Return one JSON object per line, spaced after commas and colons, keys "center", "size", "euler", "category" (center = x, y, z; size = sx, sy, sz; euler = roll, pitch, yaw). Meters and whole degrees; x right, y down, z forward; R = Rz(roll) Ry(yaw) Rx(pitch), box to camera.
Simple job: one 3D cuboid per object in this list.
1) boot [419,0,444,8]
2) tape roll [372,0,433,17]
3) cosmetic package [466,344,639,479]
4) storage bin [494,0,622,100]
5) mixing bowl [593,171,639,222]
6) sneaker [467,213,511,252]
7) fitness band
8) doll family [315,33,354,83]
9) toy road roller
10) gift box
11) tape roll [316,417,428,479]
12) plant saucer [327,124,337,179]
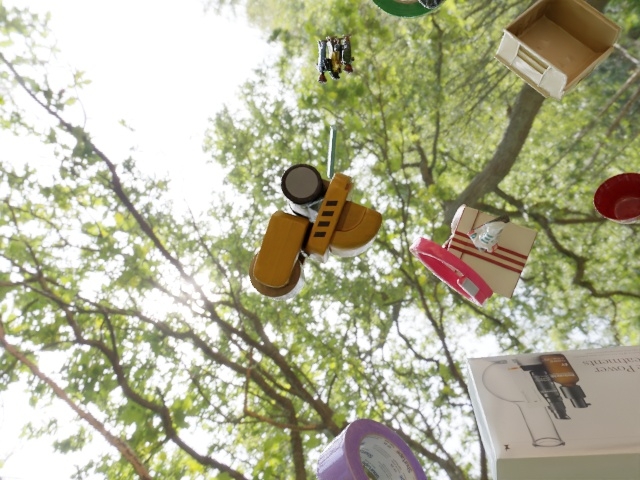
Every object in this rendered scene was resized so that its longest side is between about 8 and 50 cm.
{"center": [0.227, -0.596, 0.954], "size": [0.178, 0.085, 0.236], "euler": [-34, -84, -22], "category": "boot"}
{"center": [0.292, -0.887, 1.539], "size": [0.321, 0.321, 0.077], "euler": [35, -156, 0], "category": "tape roll"}
{"center": [0.492, 0.325, 0.904], "size": [0.377, 0.097, 0.284], "euler": [-7, -157, 9], "category": "cosmetic package"}
{"center": [0.736, -0.610, 1.495], "size": [0.262, 0.123, 0.260], "euler": [-40, -106, -13], "category": "storage bin"}
{"center": [1.014, -0.123, 1.588], "size": [0.098, 0.181, 0.181], "euler": [37, -156, -40], "category": "mixing bowl"}
{"center": [0.445, -0.013, 1.235], "size": [0.057, 0.161, 0.075], "euler": [-24, -96, -19], "category": "sneaker"}
{"center": [0.360, 0.085, 1.324], "size": [0.291, 0.054, 0.209], "euler": [39, 180, -43], "category": "fitness band"}
{"center": [0.033, -0.470, 1.257], "size": [0.076, 0.111, 0.193], "euler": [-7, -162, -9], "category": "doll family"}
{"center": [0.000, 0.000, 1.109], "size": [0.240, 0.329, 0.202], "euler": [20, 172, 7], "category": "toy road roller"}
{"center": [0.529, 0.041, 1.555], "size": [0.258, 0.255, 0.276], "euler": [22, -177, 21], "category": "gift box"}
{"center": [0.091, 0.406, 0.811], "size": [0.189, 0.080, 0.189], "euler": [33, -158, -15], "category": "tape roll"}
{"center": [0.041, -0.319, 1.741], "size": [0.018, 0.192, 0.067], "euler": [0, -149, -8], "category": "plant saucer"}
